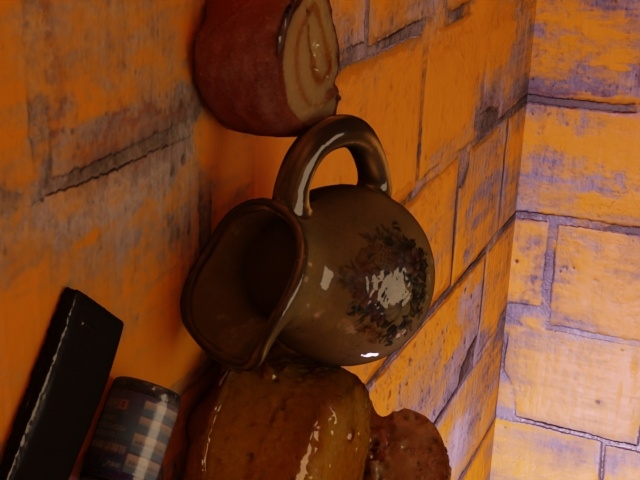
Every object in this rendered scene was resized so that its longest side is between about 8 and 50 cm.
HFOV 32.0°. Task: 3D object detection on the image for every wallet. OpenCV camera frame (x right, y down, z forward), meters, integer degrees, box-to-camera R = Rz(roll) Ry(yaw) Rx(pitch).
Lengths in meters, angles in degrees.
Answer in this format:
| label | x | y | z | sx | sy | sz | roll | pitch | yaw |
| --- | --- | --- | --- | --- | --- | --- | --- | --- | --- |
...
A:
| label | x | y | z | sx | sy | sz | roll | pitch | yaw |
| --- | --- | --- | --- | --- | --- | --- | --- | --- | --- |
| wallet | -0.268 | 0.180 | 1.148 | 0.124 | 0.025 | 0.244 | 56 | 47 | -62 |

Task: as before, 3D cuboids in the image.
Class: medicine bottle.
| label | x | y | z | sx | sy | sz | roll | pitch | yaw |
| --- | --- | --- | --- | --- | --- | --- | --- | --- | --- |
| medicine bottle | -0.220 | 0.256 | 1.225 | 0.083 | 0.083 | 0.203 | 51 | 51 | -63 |

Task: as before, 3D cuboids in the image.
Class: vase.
| label | x | y | z | sx | sy | sz | roll | pitch | yaw |
| --- | --- | --- | --- | --- | --- | --- | --- | --- | --- |
| vase | 0.000 | 0.000 | 1.430 | 0.302 | 0.241 | 0.329 | 5 | 99 | -48 |

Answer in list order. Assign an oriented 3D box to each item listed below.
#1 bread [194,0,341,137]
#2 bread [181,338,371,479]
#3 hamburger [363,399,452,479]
| label | x | y | z | sx | sy | sz | roll | pitch | yaw |
| --- | --- | --- | --- | --- | --- | --- | --- | --- | --- |
| bread | -0.059 | -0.222 | 1.374 | 0.244 | 0.123 | 0.190 | 72 | 36 | -50 |
| bread | -0.053 | 0.310 | 1.526 | 0.337 | 0.204 | 0.358 | -24 | 120 | -71 |
| hamburger | 0.067 | 0.498 | 1.848 | 0.287 | 0.268 | 0.445 | 75 | 31 | -55 |
